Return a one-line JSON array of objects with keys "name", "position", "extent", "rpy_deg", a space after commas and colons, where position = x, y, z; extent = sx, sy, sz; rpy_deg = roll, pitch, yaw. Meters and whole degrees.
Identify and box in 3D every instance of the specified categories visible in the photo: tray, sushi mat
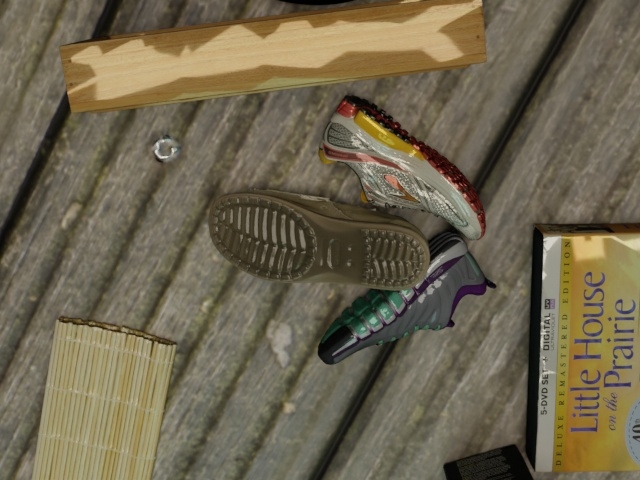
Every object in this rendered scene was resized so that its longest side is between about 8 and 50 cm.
[{"name": "tray", "position": [-0.046, -0.202, 1.062], "extent": [0.410, 0.203, 0.076], "rpy_deg": [-6, 104, 1]}, {"name": "sushi mat", "position": [-0.281, 0.257, 1.258], "extent": [0.151, 0.019, 0.317], "rpy_deg": [12, 102, -2]}]

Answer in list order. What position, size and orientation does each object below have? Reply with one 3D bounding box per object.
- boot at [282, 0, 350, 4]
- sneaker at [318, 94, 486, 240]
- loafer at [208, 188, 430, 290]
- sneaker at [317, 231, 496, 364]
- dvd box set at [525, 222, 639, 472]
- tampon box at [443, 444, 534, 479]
[{"name": "boot", "position": [0.045, -0.390, 1.091], "extent": [0.262, 0.091, 0.229], "rpy_deg": [-15, 97, -1]}, {"name": "sneaker", "position": [0.098, -0.071, 1.162], "extent": [0.225, 0.088, 0.093], "rpy_deg": [37, 109, -1]}, {"name": "loafer", "position": [0.000, 0.000, 1.169], "extent": [0.268, 0.092, 0.102], "rpy_deg": [13, 104, 13]}, {"name": "sneaker", "position": [0.104, 0.094, 1.194], "extent": [0.223, 0.083, 0.098], "rpy_deg": [-39, 105, 7]}, {"name": "dvd box set", "position": [0.466, 0.129, 1.212], "extent": [0.420, 0.062, 0.308], "rpy_deg": [0, 102, -1]}, {"name": "tampon box", "position": [0.222, 0.345, 1.208], "extent": [0.101, 0.161, 0.121], "rpy_deg": [-16, 103, 3]}]
